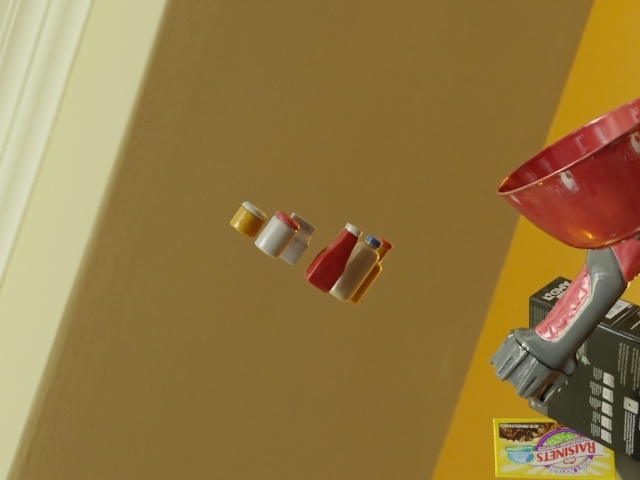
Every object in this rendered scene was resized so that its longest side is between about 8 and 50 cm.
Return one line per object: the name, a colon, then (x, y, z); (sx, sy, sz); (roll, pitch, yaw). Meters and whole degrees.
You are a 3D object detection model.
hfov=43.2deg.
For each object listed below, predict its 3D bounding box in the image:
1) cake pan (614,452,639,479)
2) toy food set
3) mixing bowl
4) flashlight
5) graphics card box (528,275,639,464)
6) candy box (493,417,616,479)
cake pan: (0.618, 0.429, 1.445); (0.054, 0.293, 0.293); (-30, -70, -9)
toy food set: (0.000, 0.000, 1.120); (0.232, 0.111, 0.105); (34, -87, -20)
mixing bowl: (0.272, -0.054, 0.772); (0.181, 0.181, 0.098); (-34, -86, -16)
flashlight: (0.334, 0.067, 1.057); (0.103, 0.103, 0.304); (25, -68, -22)
graphics card box: (0.489, 0.223, 1.219); (0.094, 0.370, 0.233); (-28, -57, -33)
candy box: (0.413, 0.368, 1.430); (0.205, 0.027, 0.105); (-3, -99, 14)
